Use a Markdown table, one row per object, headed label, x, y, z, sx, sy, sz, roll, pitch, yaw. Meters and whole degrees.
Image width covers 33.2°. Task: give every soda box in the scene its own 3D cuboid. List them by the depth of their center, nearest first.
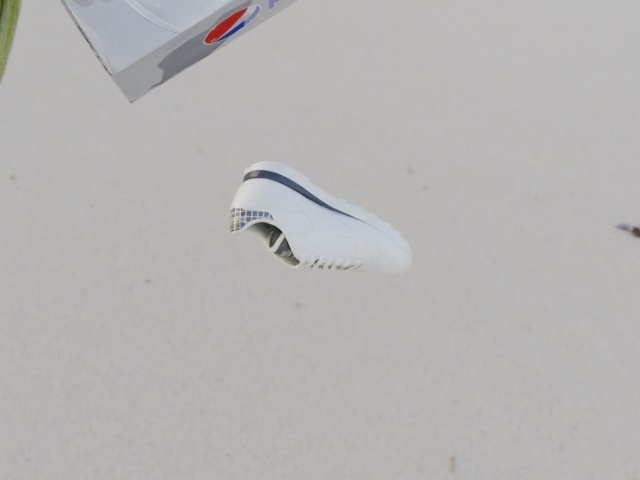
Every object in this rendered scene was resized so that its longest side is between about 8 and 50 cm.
| label | x | y | z | sx | sy | sz | roll | pitch | yaw |
| --- | --- | --- | --- | --- | --- | --- | --- | --- | --- |
| soda box | -0.041 | -0.214 | 0.742 | 0.286 | 0.091 | 0.098 | -32 | -2 | -3 |

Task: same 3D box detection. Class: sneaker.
| label | x | y | z | sx | sy | sz | roll | pitch | yaw |
| --- | --- | --- | --- | --- | --- | --- | --- | --- | --- |
| sneaker | 0.000 | 0.000 | 1.258 | 0.235 | 0.090 | 0.095 | 26 | 58 | -18 |

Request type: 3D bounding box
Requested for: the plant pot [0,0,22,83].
| label | x | y | z | sx | sy | sz | roll | pitch | yaw |
| --- | --- | --- | --- | --- | --- | --- | --- | --- | --- |
| plant pot | -0.460 | -0.205 | 0.725 | 0.366 | 0.366 | 0.353 | 28 | 10 | 30 |
